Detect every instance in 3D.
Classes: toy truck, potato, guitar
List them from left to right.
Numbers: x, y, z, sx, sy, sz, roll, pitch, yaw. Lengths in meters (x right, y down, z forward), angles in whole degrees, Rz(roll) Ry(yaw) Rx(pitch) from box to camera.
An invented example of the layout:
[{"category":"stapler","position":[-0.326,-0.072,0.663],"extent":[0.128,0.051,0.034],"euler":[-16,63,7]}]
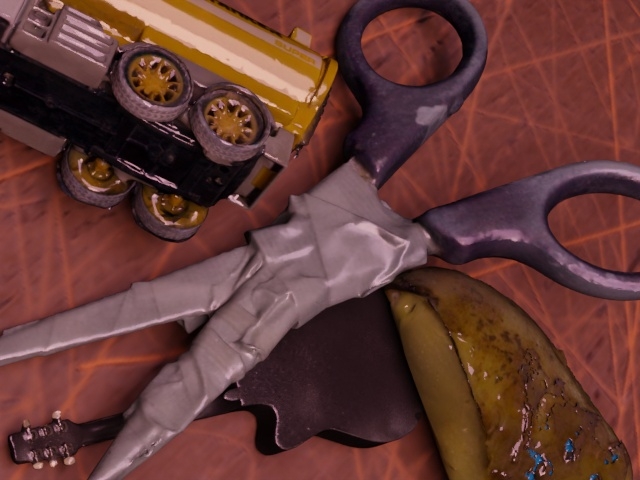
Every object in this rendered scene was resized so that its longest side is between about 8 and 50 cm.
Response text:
[{"category":"toy truck","position":[-0.107,-0.090,0.738],"extent":[0.227,0.098,0.114],"euler":[26,52,-14]},{"category":"guitar","position":[-0.048,0.079,0.771],"extent":[0.233,0.025,0.088],"euler":[-10,79,-33]},{"category":"potato","position":[0.110,0.092,0.828],"extent":[0.119,0.054,0.198],"euler":[-35,98,-43]}]

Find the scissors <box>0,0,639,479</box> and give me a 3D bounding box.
[{"category":"scissors","position":[0.000,0.000,0.789],"extent":[0.383,0.029,0.256],"euler":[-29,63,-27]}]
